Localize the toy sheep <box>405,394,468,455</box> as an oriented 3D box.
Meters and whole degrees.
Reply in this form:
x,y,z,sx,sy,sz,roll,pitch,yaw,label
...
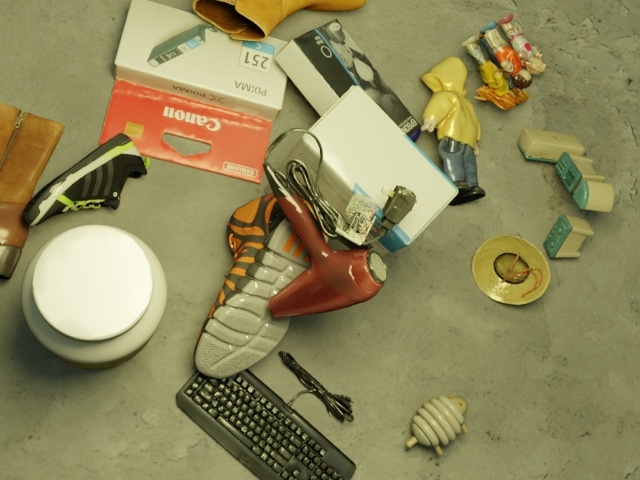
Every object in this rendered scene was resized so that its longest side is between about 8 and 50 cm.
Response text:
x,y,z,sx,sy,sz,roll,pitch,yaw,label
0.204,0.320,1.248,0.132,0.091,0.091,-38,90,-15,toy sheep

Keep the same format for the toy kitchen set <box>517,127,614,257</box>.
x,y,z,sx,sy,sz,roll,pitch,yaw,label
0.461,-0.094,1.427,0.122,0.166,0.207,6,40,-16,toy kitchen set

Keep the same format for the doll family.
x,y,z,sx,sy,sz,roll,pitch,yaw,label
0.360,-0.341,1.416,0.163,0.118,0.263,57,33,-4,doll family

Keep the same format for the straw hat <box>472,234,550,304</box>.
x,y,z,sx,sy,sz,roll,pitch,yaw,label
0.367,0.050,1.363,0.144,0.144,0.061,56,29,1,straw hat

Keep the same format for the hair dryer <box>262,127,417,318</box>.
x,y,z,sx,sy,sz,roll,pitch,yaw,label
0.000,0.000,1.041,0.223,0.293,0.080,29,25,14,hair dryer

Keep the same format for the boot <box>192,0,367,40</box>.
x,y,z,sx,sy,sz,roll,pitch,yaw,label
-0.067,-0.424,1.290,0.295,0.104,0.211,14,51,-2,boot

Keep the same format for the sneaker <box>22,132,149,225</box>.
x,y,z,sx,sy,sz,roll,pitch,yaw,label
-0.365,-0.083,1.153,0.234,0.084,0.097,-47,111,-34,sneaker

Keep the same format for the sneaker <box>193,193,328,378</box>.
x,y,z,sx,sy,sz,roll,pitch,yaw,label
-0.116,0.064,1.187,0.124,0.180,0.321,33,94,-33,sneaker

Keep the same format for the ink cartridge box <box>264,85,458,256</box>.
x,y,z,sx,sy,sz,roll,pitch,yaw,label
0.050,-0.083,1.172,0.223,0.307,0.129,44,72,-3,ink cartridge box

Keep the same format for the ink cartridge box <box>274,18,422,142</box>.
x,y,z,sx,sy,sz,roll,pitch,yaw,label
0.076,-0.240,1.303,0.332,0.065,0.165,51,41,-5,ink cartridge box

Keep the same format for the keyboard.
x,y,z,sx,sy,sz,roll,pitch,yaw,label
-0.064,0.293,1.203,0.317,0.033,0.201,42,70,-5,keyboard

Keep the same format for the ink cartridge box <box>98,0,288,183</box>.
x,y,z,sx,sy,sz,roll,pitch,yaw,label
-0.215,-0.263,1.262,0.296,0.066,0.261,13,74,-13,ink cartridge box

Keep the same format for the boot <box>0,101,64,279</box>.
x,y,z,sx,sy,sz,roll,pitch,yaw,label
-0.567,-0.105,1.108,0.264,0.096,0.280,14,74,-13,boot

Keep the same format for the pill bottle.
x,y,z,sx,sy,sz,roll,pitch,yaw,label
-0.317,0.083,1.012,0.188,0.334,0.188,4,77,-16,pill bottle

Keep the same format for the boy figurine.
x,y,z,sx,sy,sz,roll,pitch,yaw,label
0.244,-0.218,1.363,0.177,0.092,0.285,7,72,-47,boy figurine
